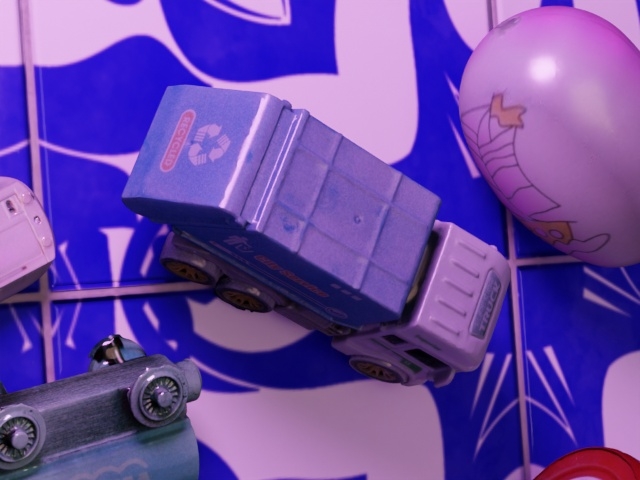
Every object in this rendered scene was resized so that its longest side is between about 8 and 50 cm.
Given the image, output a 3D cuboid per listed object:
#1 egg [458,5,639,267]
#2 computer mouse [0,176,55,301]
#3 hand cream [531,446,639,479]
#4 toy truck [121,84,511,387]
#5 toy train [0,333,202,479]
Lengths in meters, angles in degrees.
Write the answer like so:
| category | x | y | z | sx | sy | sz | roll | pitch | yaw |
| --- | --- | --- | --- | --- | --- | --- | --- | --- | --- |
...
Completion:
| category | x | y | z | sx | sy | sz | roll | pitch | yaw |
| --- | --- | --- | --- | --- | --- | --- | --- | --- | --- |
| egg | 0.242 | -0.094 | 1.857 | 0.196 | 0.196 | 0.271 | -35 | 118 | -28 |
| computer mouse | -0.310 | 0.021 | 1.594 | 0.199 | 0.045 | 0.102 | -31 | 102 | -29 |
| hand cream | 0.270 | 0.316 | 1.830 | 0.149 | 0.230 | 0.230 | 36 | 70 | -23 |
| toy truck | 0.000 | 0.000 | 1.713 | 0.367 | 0.175 | 0.146 | 30 | 70 | -28 |
| toy train | -0.209 | 0.177 | 1.628 | 0.248 | 0.101 | 0.159 | -13 | 109 | -31 |
